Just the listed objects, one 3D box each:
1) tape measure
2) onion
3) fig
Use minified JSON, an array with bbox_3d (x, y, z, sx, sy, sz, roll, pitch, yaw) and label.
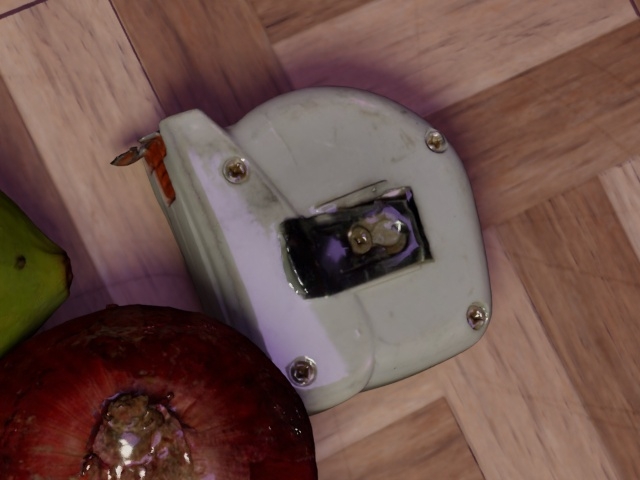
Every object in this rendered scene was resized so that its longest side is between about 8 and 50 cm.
[{"bbox_3d":[0.000,0.000,1.447,0.265,0.130,0.258,-20,84,-18],"label":"tape measure"},{"bbox_3d":[-0.131,0.180,1.292,0.276,0.276,0.276,3,79,-15],"label":"onion"},{"bbox_3d":[-0.296,0.024,1.321,0.225,0.203,0.203,-5,81,-10],"label":"fig"}]
